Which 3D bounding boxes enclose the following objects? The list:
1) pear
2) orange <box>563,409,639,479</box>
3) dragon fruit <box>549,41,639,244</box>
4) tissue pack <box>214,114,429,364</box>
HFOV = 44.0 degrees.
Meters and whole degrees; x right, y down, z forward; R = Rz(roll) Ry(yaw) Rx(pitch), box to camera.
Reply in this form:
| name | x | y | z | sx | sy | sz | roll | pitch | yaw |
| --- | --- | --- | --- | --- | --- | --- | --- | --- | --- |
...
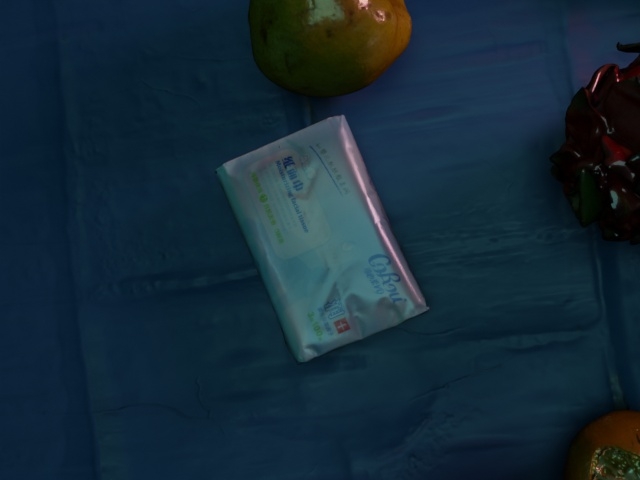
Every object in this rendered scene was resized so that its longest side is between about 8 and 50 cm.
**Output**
| name | x | y | z | sx | sy | sz | roll | pitch | yaw |
| --- | --- | --- | --- | --- | --- | --- | --- | --- | --- |
| pear | 0.004 | -0.262 | 0.933 | 0.200 | 0.200 | 0.200 | 0 | 87 | 8 |
| orange | 0.350 | 0.267 | 0.880 | 0.154 | 0.134 | 0.155 | 0 | 83 | 1 |
| dragon fruit | 0.394 | -0.112 | 0.850 | 0.293 | 0.234 | 0.234 | -35 | 83 | 11 |
| tissue pack | 0.000 | 0.000 | 0.964 | 0.177 | 0.089 | 0.263 | -23 | 85 | 4 |
